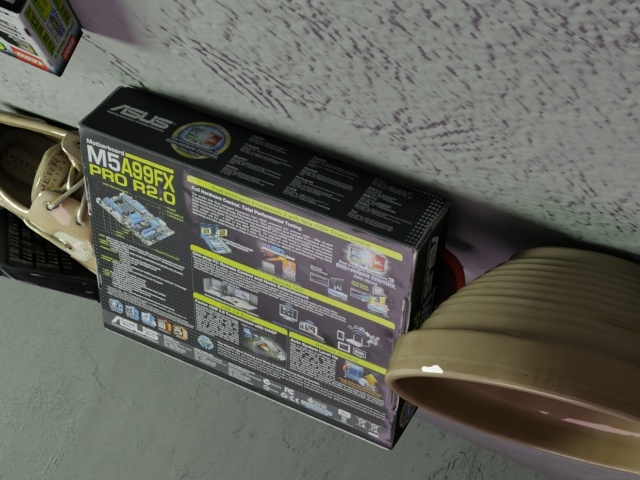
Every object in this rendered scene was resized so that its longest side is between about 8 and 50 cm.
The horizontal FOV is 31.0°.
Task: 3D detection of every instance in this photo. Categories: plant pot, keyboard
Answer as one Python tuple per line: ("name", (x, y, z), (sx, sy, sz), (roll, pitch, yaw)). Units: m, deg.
("plant pot", (0.168, 0.075, 0.753), (0.237, 0.109, 0.237), (16, 165, 4))
("keyboard", (-0.269, 0.001, 1.274), (0.201, 0.033, 0.317), (16, -168, -19))

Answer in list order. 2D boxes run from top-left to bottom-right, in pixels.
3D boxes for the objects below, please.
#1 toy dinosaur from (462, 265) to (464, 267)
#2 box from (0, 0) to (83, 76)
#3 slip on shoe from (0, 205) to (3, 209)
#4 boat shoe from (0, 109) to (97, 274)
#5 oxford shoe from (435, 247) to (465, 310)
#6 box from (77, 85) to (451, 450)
("toy dinosaur", (0.053, 0.059, 1.052), (0.064, 0.112, 0.211), (21, 179, -11))
("box", (-0.256, -0.172, 0.706), (0.207, 0.036, 0.114), (24, 171, 3))
("slip on shoe", (-0.470, -0.131, 1.244), (0.331, 0.123, 0.101), (30, 166, -4))
("boat shoe", (-0.232, -0.041, 1.111), (0.341, 0.121, 0.110), (20, 171, 31))
("oxford shoe", (0.000, 0.000, 0.950), (0.271, 0.097, 0.098), (16, -162, 24))
("box", (-0.046, 0.023, 0.865), (0.270, 0.060, 0.216), (20, 135, 19))
